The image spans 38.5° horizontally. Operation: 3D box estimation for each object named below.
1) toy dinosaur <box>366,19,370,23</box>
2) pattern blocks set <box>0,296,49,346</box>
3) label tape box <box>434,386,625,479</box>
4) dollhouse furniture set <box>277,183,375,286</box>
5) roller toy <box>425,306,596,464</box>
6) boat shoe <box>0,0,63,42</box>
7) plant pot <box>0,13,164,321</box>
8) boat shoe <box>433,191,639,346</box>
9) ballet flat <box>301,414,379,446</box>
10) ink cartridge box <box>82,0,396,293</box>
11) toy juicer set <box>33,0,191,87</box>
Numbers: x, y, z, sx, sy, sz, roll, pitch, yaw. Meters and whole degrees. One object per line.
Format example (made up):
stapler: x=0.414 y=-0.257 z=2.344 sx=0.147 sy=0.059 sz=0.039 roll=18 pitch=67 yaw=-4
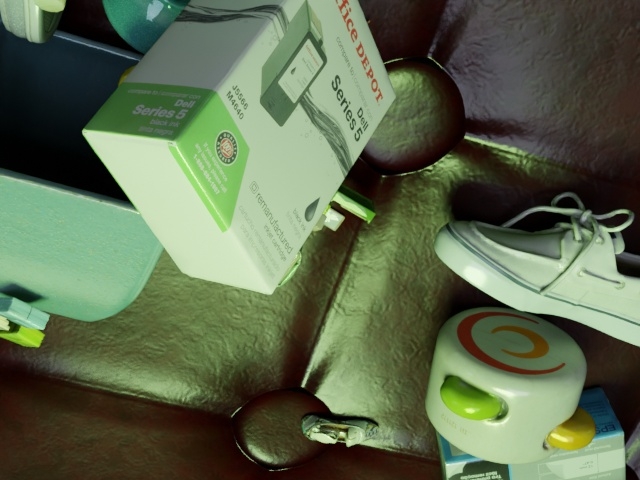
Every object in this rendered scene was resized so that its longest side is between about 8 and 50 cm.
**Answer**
toy dinosaur: x=-0.001 y=-0.267 z=1.034 sx=0.090 sy=0.047 sz=0.082 roll=-29 pitch=108 yaw=-30
pattern blocks set: x=-0.452 y=0.061 z=1.049 sx=0.285 sy=0.325 sz=0.026 roll=29 pitch=68 yaw=-25
label tape box: x=0.317 y=0.402 z=1.358 sx=0.249 sy=0.115 sz=0.347 roll=-11 pitch=117 yaw=2
dollhouse furniture set: x=0.000 y=0.000 z=1.143 sx=0.059 sy=0.076 sz=0.151 roll=31 pitch=111 yaw=-17
roller toy: x=0.240 y=0.191 z=1.195 sx=0.210 sy=0.191 sz=0.146 roll=3 pitch=118 yaw=-9
boat shoe: x=-0.319 y=-0.359 z=0.914 sx=0.103 sy=0.118 sz=0.320 roll=-1 pitch=114 yaw=4
plant pot: x=-0.285 y=-0.053 z=1.014 sx=0.248 sy=0.247 sz=0.252 roll=15 pitch=134 yaw=-12
boat shoe: x=0.326 y=0.016 z=1.141 sx=0.367 sy=0.135 sz=0.156 roll=20 pitch=115 yaw=-17
ballet flat: x=0.029 y=0.277 z=1.314 sx=0.114 sy=0.041 sz=0.041 roll=8 pitch=117 yaw=-8
ink cartridge box: x=-0.059 y=-0.121 z=0.853 sx=0.115 sy=0.272 sz=0.198 roll=11 pitch=146 yaw=34
toy juicer set: x=-0.179 y=-0.227 z=0.955 sx=0.329 sy=0.209 sz=0.089 roll=35 pitch=153 yaw=-19
